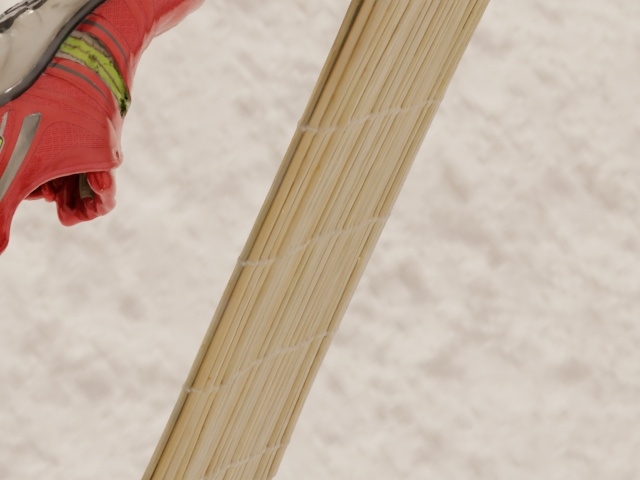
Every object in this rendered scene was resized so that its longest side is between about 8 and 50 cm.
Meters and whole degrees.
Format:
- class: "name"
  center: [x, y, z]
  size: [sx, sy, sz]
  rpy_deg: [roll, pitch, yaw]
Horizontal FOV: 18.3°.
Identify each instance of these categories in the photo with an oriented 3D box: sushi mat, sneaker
- class: "sushi mat"
  center: [0.000, 0.000, 0.898]
  size: [0.019, 0.316, 0.151]
  rpy_deg: [31, 22, 16]
- class: "sneaker"
  center: [-0.142, -0.069, 1.069]
  size: [0.118, 0.107, 0.279]
  rpy_deg: [58, 42, -13]
